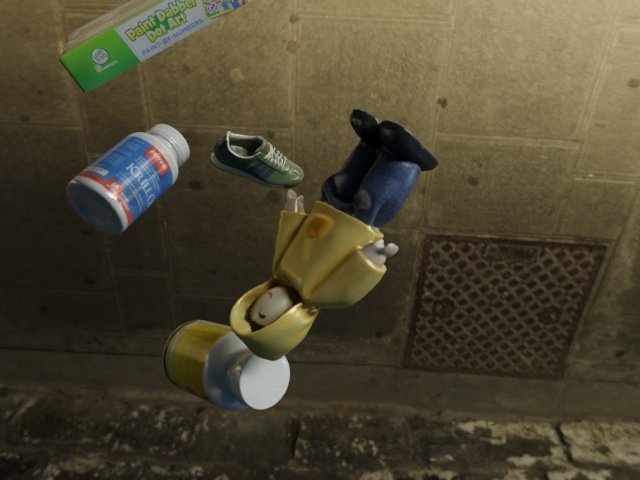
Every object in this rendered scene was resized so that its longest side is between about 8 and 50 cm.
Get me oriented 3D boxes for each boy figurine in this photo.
[{"bbox_3d":[0.000,0.000,0.566,0.092,0.177,0.285,31,96,-46],"label":"boy figurine"}]

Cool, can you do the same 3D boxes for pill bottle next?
[{"bbox_3d":[-0.346,-0.124,0.961,0.124,0.221,0.124,18,139,17],"label":"pill bottle"},{"bbox_3d":[-0.126,0.166,0.685,0.184,0.103,0.103,0,129,49],"label":"pill bottle"}]

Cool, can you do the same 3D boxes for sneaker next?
[{"bbox_3d":[-0.114,-0.161,1.013,0.192,0.064,0.086,13,146,-18],"label":"sneaker"}]

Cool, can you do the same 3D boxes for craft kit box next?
[{"bbox_3d":[-0.242,-0.319,0.739,0.250,0.246,0.061,-31,122,-4],"label":"craft kit box"}]
